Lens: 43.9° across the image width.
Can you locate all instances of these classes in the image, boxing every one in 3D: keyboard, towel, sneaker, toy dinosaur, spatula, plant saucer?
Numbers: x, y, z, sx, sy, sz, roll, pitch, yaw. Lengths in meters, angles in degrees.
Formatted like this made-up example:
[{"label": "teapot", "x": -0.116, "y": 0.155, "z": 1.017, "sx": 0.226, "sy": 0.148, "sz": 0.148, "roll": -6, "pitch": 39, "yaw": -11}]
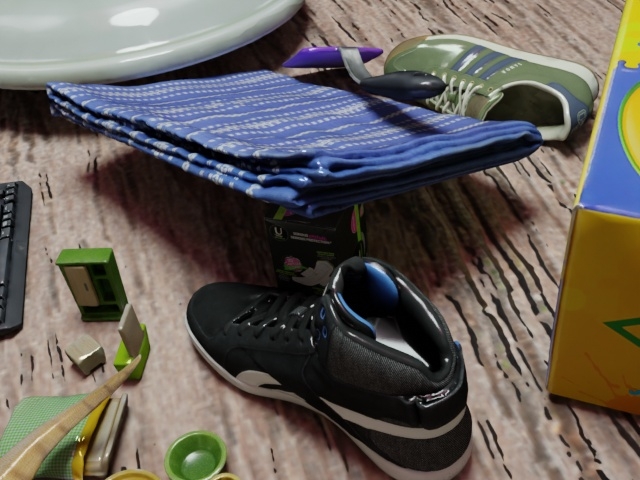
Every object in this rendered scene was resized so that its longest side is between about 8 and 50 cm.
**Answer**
[{"label": "keyboard", "x": -0.287, "y": 0.015, "z": 0.626, "sx": 0.108, "sy": 0.023, "sz": 0.180, "roll": -13, "pitch": 41, "yaw": -6}, {"label": "towel", "x": -0.031, "y": -0.098, "z": 0.614, "sx": 0.243, "sy": 0.040, "sz": 0.336, "roll": -16, "pitch": 28, "yaw": -39}, {"label": "sneaker", "x": -0.002, "y": 0.046, "z": 0.476, "sx": 0.217, "sy": 0.121, "sz": 0.079, "roll": 24, "pitch": 50, "yaw": 30}, {"label": "toy dinosaur", "x": -0.187, "y": 0.150, "z": 0.428, "sx": 0.112, "sy": 0.064, "sz": 0.211, "roll": 9, "pitch": 47, "yaw": 18}, {"label": "spatula", "x": 0.038, "y": -0.142, "z": 0.667, "sx": 0.084, "sy": 0.030, "sz": 0.296, "roll": -3, "pitch": 19, "yaw": -15}, {"label": "plant saucer", "x": -0.217, "y": -0.285, "z": 0.851, "sx": 0.400, "sy": 0.100, "sz": 0.400, "roll": -6, "pitch": 34, "yaw": 4}, {"label": "sneaker", "x": 0.139, "y": -0.129, "z": 0.690, "sx": 0.192, "sy": 0.064, "sz": 0.086, "roll": 13, "pitch": 41, "yaw": 16}]

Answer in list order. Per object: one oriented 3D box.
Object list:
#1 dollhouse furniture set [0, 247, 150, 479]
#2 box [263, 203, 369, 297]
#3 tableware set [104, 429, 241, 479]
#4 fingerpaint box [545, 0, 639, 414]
[{"label": "dollhouse furniture set", "x": -0.159, "y": 0.076, "z": 0.511, "sx": 0.076, "sy": 0.058, "sz": 0.152, "roll": -1, "pitch": 42, "yaw": 7}, {"label": "box", "x": 0.000, "y": 0.000, "z": 0.554, "sx": 0.052, "sy": 0.083, "sz": 0.062, "roll": 10, "pitch": 45, "yaw": 18}, {"label": "tableware set", "x": -0.108, "y": 0.167, "z": 0.430, "sx": 0.154, "sy": 0.024, "sz": 0.104, "roll": -27, "pitch": 45, "yaw": -20}, {"label": "fingerpaint box", "x": 0.378, "y": -0.071, "z": 0.520, "sx": 0.371, "sy": 0.163, "sz": 0.445, "roll": 12, "pitch": 45, "yaw": 20}]
